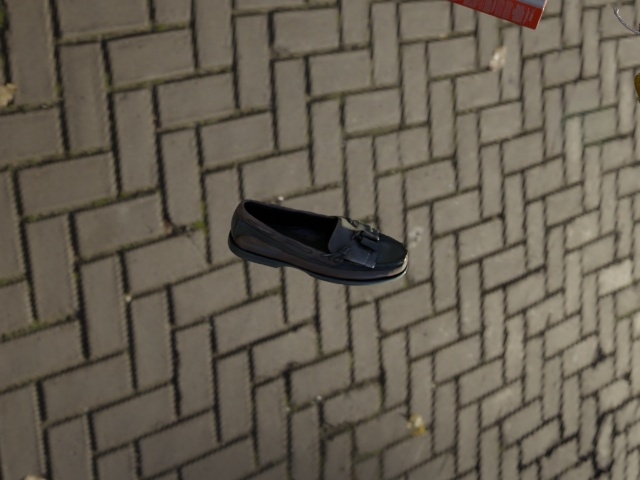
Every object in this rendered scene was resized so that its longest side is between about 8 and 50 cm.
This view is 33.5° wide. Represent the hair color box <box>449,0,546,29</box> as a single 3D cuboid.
[{"bbox_3d":[0.261,-0.365,1.555,0.043,0.141,0.072,103,11,-52],"label":"hair color box"}]

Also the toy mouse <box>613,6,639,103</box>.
[{"bbox_3d":[0.328,-0.158,0.910,0.143,0.031,0.161,-36,83,-18],"label":"toy mouse"}]

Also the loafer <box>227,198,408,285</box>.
[{"bbox_3d":[0.000,0.000,1.538,0.096,0.267,0.084,-84,-177,-45],"label":"loafer"}]
